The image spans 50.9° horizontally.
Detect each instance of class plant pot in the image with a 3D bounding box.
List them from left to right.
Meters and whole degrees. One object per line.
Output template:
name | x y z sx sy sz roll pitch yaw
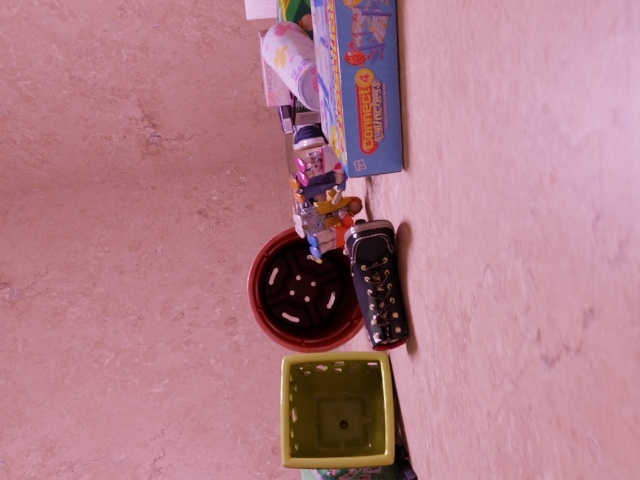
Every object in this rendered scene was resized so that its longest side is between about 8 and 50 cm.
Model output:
plant pot | -0.031 0.111 1.543 0.265 0.272 0.273 142 120 -83
plant pot | -0.036 -0.116 2.261 0.237 0.109 0.238 171 90 -85
plant pot | 0.040 0.373 1.428 0.207 0.227 0.228 79 -170 -65

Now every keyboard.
keyboard | 0.164 0.459 1.334 0.180 0.023 0.108 -162 64 -84

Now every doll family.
doll family | 0.022 -0.101 1.361 0.118 0.163 0.263 32 138 51

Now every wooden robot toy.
wooden robot toy | -0.011 -0.504 1.507 0.076 0.079 0.173 94 167 -69

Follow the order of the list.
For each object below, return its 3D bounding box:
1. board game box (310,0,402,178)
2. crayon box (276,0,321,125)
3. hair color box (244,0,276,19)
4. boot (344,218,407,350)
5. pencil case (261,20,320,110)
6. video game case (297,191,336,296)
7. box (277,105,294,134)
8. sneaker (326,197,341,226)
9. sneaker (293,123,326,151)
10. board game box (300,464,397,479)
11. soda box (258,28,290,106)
board game box | 0.050 -0.292 1.080 0.302 0.086 0.308 -108 11 -67
crayon box | -0.049 -0.514 1.789 0.363 0.106 0.313 116 146 -81
hair color box | -0.138 -0.794 1.922 0.339 0.185 0.110 95 168 -67
boot | 0.100 0.078 1.120 0.236 0.085 0.179 77 -179 -69
pencil case | -0.035 -0.381 1.461 0.114 0.124 0.273 -66 32 25
video game case | 0.000 0.000 2.015 0.248 0.035 0.275 57 161 32
box | -0.101 -0.357 1.855 0.162 0.029 0.116 -113 12 -76
sneaker | 0.049 -0.041 1.762 0.067 0.064 0.175 46 154 47
sneaker | -0.044 -0.355 2.038 0.282 0.099 0.153 -106 8 -79
board game box | 0.075 0.549 1.392 0.317 0.213 0.046 -120 22 -79
soda box | -0.114 -0.429 1.678 0.058 0.062 0.183 -108 12 -55
